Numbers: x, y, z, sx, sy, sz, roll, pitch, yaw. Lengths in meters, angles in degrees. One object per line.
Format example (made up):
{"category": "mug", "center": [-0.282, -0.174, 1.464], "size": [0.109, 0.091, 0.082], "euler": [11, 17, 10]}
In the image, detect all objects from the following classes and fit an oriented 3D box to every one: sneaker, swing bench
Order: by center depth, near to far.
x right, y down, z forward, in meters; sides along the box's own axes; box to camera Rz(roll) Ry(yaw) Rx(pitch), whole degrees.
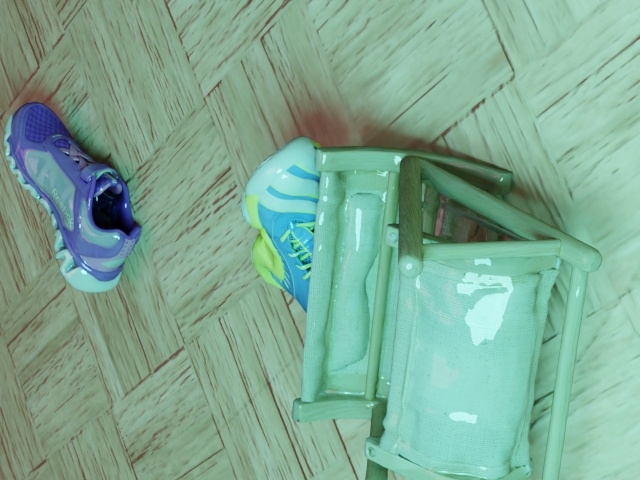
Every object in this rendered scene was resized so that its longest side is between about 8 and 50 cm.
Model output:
{"category": "swing bench", "center": [0.090, 0.080, 1.265], "size": [0.255, 0.165, 0.253], "euler": [-124, 36, -64]}
{"category": "sneaker", "center": [0.000, 0.000, 1.399], "size": [0.126, 0.091, 0.240], "euler": [45, 165, 16]}
{"category": "sneaker", "center": [-0.271, -0.064, 1.762], "size": [0.104, 0.095, 0.236], "euler": [-41, 72, 41]}
